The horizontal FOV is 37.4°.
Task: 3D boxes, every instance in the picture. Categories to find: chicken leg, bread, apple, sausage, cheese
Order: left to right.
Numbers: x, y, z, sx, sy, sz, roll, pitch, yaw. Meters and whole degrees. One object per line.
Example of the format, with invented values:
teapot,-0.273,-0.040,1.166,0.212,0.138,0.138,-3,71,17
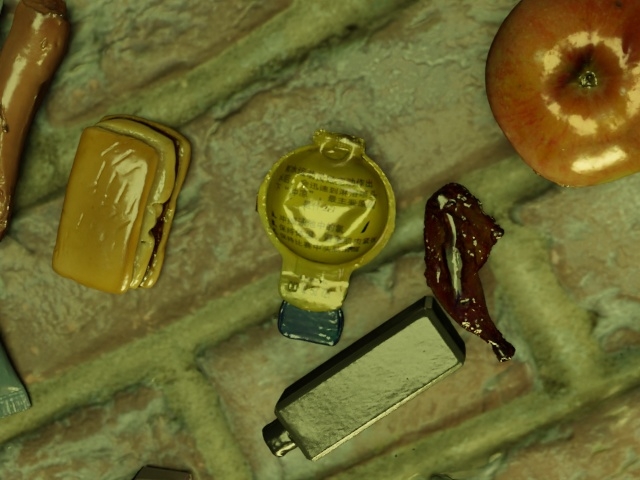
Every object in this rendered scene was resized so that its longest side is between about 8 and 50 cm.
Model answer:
sausage,-0.352,-0.132,1.065,0.078,0.078,0.304,23,101,4
bread,-0.227,-0.040,1.066,0.116,0.077,0.200,19,100,13
cheese,0.000,0.000,1.044,0.157,0.064,0.250,13,109,7
chicken leg,0.161,0.038,1.037,0.093,0.053,0.205,-7,102,-6
apple,0.265,-0.154,0.933,0.210,0.164,0.209,1,98,10

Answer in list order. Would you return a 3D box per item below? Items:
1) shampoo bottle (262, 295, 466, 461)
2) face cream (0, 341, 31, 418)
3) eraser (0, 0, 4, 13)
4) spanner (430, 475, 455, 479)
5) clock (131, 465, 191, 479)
shampoo bottle,0.042,0.162,1.054,0.246,0.080,0.079,-35,91,11
face cream,-0.463,0.040,1.102,0.136,0.086,0.385,-18,98,-17
eraser,-0.422,-0.181,1.043,0.092,0.046,0.212,15,87,-24
spanner,0.231,0.350,1.089,0.254,0.015,0.054,31,103,2
clock,-0.198,0.357,1.056,0.063,0.197,0.150,5,99,5
